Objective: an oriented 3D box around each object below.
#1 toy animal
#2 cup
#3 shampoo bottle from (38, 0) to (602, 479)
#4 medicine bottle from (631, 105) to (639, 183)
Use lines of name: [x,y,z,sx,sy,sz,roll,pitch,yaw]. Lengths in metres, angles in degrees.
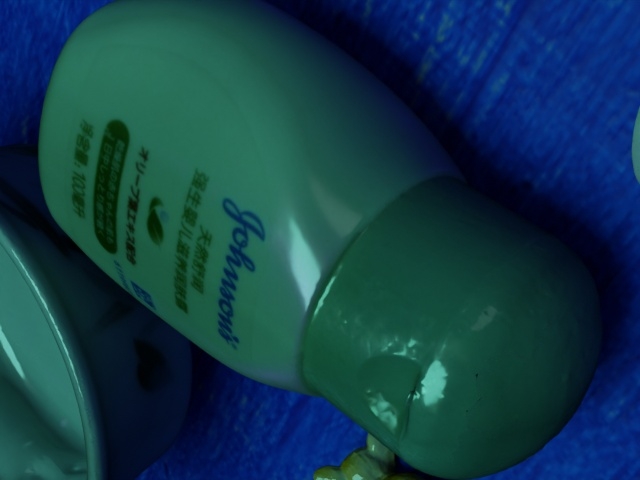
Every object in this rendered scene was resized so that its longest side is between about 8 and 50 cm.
toy animal: [0.041,0.157,0.885,0.083,0.060,0.081,37,171,24]
cup: [-0.221,0.066,1.014,0.347,0.163,0.347,22,125,36]
shampoo bottle: [0.000,0.000,0.776,0.350,0.151,0.221,34,129,27]
medicine bottle: [0.258,-0.020,0.553,0.260,0.095,0.095,22,124,37]
